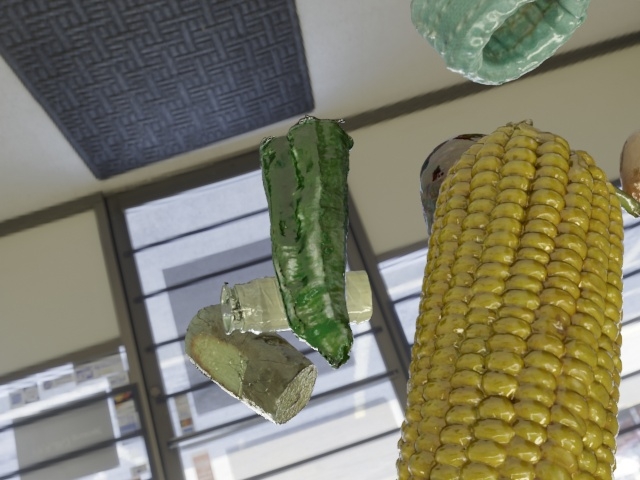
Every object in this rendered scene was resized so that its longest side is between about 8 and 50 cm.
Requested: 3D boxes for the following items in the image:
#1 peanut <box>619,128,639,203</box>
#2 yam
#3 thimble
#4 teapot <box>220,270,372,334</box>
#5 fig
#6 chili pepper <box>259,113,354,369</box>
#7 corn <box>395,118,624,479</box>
[{"bbox_3d":[0.506,-0.115,1.163,0.076,0.152,0.076,11,144,8],"label":"peanut"},{"bbox_3d":[-0.118,0.222,1.333,0.154,0.254,0.154,-30,132,-39],"label":"yam"},{"bbox_3d":[0.241,-0.318,1.010,0.235,0.143,0.198,-25,155,-11],"label":"thimble"},{"bbox_3d":[-0.039,0.088,1.024,0.200,0.077,0.107,-3,167,-19],"label":"teapot"},{"bbox_3d":[0.233,-0.048,0.815,0.245,0.149,0.149,-3,157,8],"label":"fig"},{"bbox_3d":[0.000,0.000,0.582,0.088,0.227,0.059,-24,138,17],"label":"chili pepper"},{"bbox_3d":[0.129,0.079,0.489,0.144,0.387,0.144,8,143,6],"label":"corn"}]
